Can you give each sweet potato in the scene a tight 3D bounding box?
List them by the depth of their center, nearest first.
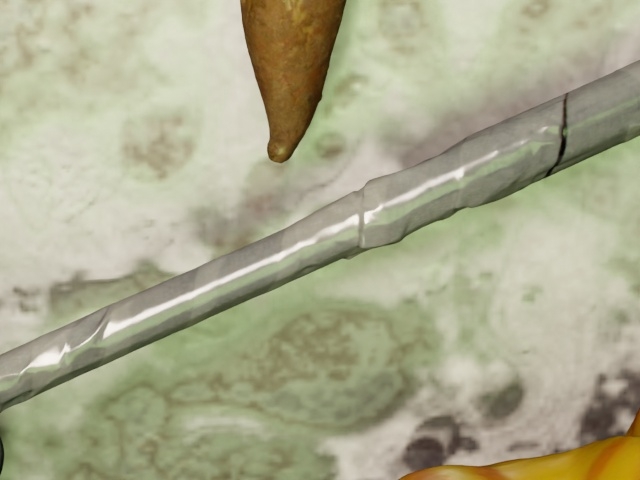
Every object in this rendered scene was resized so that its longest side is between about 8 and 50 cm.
[{"bbox_3d":[0.031,-0.161,0.662,0.067,0.059,0.281,22,113,-36],"label":"sweet potato"}]

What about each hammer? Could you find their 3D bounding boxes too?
[{"bbox_3d":[0.000,0.001,0.720,0.427,0.152,0.044,-24,72,-5],"label":"hammer"}]

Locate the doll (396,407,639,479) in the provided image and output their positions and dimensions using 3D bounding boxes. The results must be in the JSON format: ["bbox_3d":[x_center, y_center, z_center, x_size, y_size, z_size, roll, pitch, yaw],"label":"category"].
[{"bbox_3d":[0.141,0.150,0.755,0.270,0.162,0.166,-22,90,11],"label":"doll"}]
